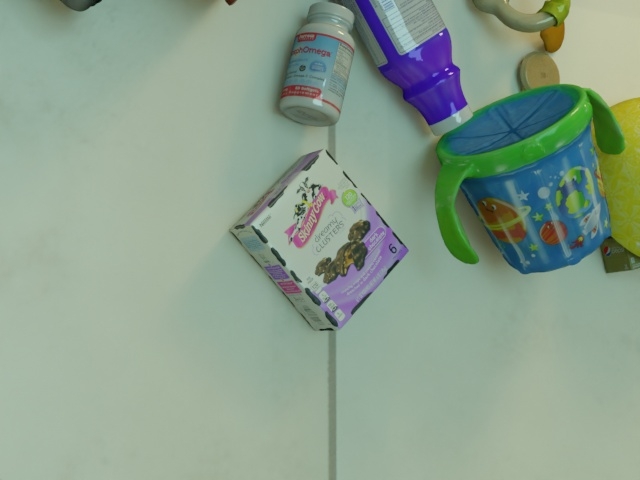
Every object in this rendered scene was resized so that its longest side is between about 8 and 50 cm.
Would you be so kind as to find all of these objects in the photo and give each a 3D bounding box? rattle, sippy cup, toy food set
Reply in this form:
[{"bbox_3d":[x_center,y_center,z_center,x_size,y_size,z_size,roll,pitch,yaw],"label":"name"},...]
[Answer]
[{"bbox_3d":[0.292,-0.377,1.815,0.200,0.143,0.130,6,88,8],"label":"rattle"},{"bbox_3d":[0.319,-0.082,1.697,0.305,0.240,0.224,-23,110,10],"label":"sippy cup"},{"bbox_3d":[0.351,-0.262,1.836,0.083,0.020,0.083,-18,93,-29],"label":"toy food set"}]

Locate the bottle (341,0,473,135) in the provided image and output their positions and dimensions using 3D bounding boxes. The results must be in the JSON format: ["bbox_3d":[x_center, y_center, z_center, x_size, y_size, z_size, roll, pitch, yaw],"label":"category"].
[{"bbox_3d":[0.130,-0.291,1.677,0.118,0.092,0.283,-36,102,-26],"label":"bottle"}]

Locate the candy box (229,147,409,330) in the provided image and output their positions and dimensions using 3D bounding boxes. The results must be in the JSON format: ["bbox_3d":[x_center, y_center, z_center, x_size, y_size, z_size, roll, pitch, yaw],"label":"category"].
[{"bbox_3d":[0.000,0.000,1.586,0.196,0.070,0.165,50,65,-16],"label":"candy box"}]

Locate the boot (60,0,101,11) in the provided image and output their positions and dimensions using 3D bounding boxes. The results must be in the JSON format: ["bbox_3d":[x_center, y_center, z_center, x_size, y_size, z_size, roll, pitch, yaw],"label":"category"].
[{"bbox_3d":[-0.444,-0.356,1.373,0.338,0.118,0.222,45,69,-5],"label":"boot"}]

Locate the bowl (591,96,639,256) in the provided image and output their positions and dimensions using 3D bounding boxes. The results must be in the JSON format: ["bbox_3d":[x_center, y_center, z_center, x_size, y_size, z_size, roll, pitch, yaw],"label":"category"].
[{"bbox_3d":[0.571,-0.121,1.823,0.289,0.156,0.289,10,64,-21],"label":"bowl"}]

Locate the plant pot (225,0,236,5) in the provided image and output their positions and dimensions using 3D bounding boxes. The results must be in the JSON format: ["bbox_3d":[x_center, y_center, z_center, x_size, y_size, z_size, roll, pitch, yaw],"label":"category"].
[{"bbox_3d":[-0.165,-0.483,1.456,0.265,0.272,0.272,27,72,-15],"label":"plant pot"}]

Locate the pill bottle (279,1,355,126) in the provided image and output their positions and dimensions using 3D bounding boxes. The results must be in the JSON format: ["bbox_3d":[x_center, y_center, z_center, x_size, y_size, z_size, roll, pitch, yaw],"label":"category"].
[{"bbox_3d":[0.000,-0.247,1.604,0.087,0.087,0.160,19,75,-26],"label":"pill bottle"}]

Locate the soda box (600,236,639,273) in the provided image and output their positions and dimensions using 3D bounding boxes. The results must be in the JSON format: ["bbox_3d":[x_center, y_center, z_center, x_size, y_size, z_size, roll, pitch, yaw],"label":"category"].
[{"bbox_3d":[0.551,0.006,1.892,0.181,0.061,0.058,-14,91,-29],"label":"soda box"}]
